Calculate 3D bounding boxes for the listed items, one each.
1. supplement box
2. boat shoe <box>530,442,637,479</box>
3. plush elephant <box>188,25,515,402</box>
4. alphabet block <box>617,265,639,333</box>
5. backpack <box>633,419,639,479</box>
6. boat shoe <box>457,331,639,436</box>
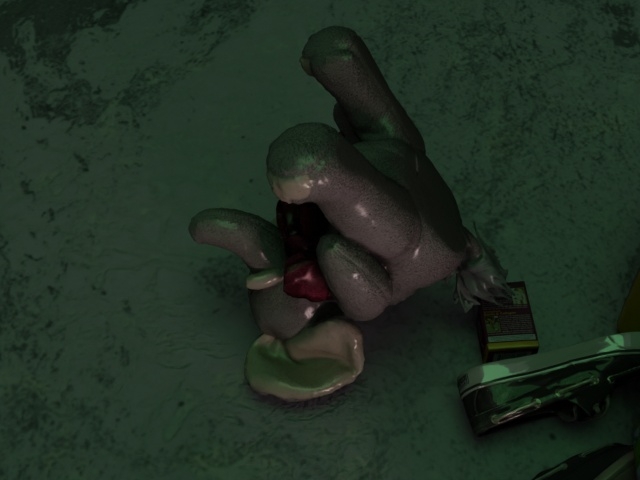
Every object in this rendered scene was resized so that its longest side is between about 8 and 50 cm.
[{"bbox_3d":[0.192,0.088,0.972,0.055,0.043,0.083,-3,53,0],"label":"supplement box"},{"bbox_3d":[0.218,0.246,0.852,0.206,0.075,0.065,-25,12,-11],"label":"boat shoe"},{"bbox_3d":[0.000,0.000,0.922,0.255,0.330,0.271,-29,34,26],"label":"plush elephant"},{"bbox_3d":[0.437,0.009,0.940,0.194,0.192,0.197,21,56,19],"label":"alphabet block"},{"bbox_3d":[0.382,0.236,0.712,0.274,0.290,0.355,-20,80,-14],"label":"backpack"},{"bbox_3d":[0.247,0.145,0.911,0.219,0.077,0.070,-12,61,-3],"label":"boat shoe"}]
